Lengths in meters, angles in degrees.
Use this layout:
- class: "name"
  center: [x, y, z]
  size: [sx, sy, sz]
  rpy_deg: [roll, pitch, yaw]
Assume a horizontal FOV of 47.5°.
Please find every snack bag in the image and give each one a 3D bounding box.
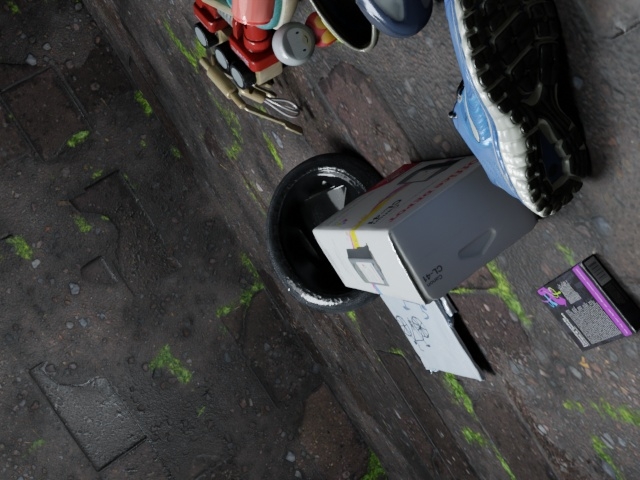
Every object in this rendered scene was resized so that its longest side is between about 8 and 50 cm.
- class: "snack bag"
  center: [0.227, 0.163, 1.640]
  size: [0.342, 0.037, 0.323]
  rpy_deg: [58, 165, -4]

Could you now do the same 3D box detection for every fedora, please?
- class: "fedora"
  center: [0.045, -0.011, 1.533]
  size: [0.334, 0.334, 0.152]
  rpy_deg: [50, -165, 22]

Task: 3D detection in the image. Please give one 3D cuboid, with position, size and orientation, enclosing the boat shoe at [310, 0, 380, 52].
- class: "boat shoe"
  center: [0.008, -0.379, 0.954]
  size: [0.305, 0.109, 0.091]
  rpy_deg: [48, -140, -46]

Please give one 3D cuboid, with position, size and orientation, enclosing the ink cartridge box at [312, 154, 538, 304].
- class: "ink cartridge box"
  center: [0.151, -0.024, 1.145]
  size: [0.131, 0.226, 0.306]
  rpy_deg: [58, 163, -11]

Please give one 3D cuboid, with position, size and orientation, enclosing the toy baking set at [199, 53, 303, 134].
- class: "toy baking set"
  center: [-0.142, -0.324, 1.571]
  size: [0.256, 0.197, 0.030]
  rpy_deg: [52, 124, 28]

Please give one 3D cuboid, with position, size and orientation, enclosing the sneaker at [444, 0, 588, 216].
- class: "sneaker"
  center: [0.201, -0.179, 0.865]
  size: [0.147, 0.130, 0.330]
  rpy_deg: [29, 149, 54]

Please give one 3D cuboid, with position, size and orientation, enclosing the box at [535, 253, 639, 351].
- class: "box"
  center: [0.383, 0.094, 1.047]
  size: [0.116, 0.029, 0.162]
  rpy_deg: [54, 163, 11]

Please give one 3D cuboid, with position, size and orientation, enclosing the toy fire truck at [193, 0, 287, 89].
- class: "toy fire truck"
  center: [-0.179, -0.445, 1.433]
  size: [0.217, 0.158, 0.246]
  rpy_deg: [50, 161, 23]

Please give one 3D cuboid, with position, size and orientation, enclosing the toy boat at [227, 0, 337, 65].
- class: "toy boat"
  center: [-0.084, -0.421, 1.198]
  size: [0.318, 0.148, 0.267]
  rpy_deg: [50, 163, 22]

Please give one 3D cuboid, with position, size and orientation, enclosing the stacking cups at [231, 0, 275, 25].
- class: "stacking cups"
  center: [-0.083, -0.463, 1.010]
  size: [0.096, 0.096, 0.316]
  rpy_deg: [46, 139, 34]

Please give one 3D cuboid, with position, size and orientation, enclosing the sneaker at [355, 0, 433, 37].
- class: "sneaker"
  center: [0.079, -0.383, 0.857]
  size: [0.131, 0.112, 0.319]
  rpy_deg: [38, 157, 56]
